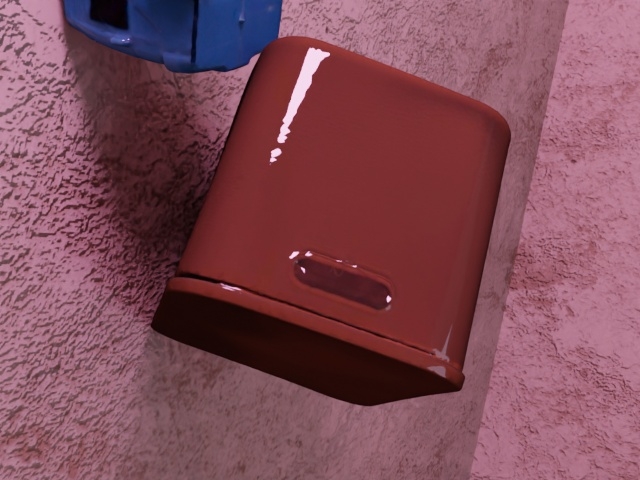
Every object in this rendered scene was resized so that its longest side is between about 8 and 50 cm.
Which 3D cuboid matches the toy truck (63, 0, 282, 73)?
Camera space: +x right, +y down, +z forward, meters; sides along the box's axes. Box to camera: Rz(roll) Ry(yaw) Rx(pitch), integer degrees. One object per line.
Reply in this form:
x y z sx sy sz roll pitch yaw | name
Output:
-0.107 -0.326 0.716 0.161 0.162 0.384 -35 132 -53 | toy truck

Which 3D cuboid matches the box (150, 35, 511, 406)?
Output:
0.000 0.000 0.864 0.339 0.240 0.229 135 -27 -72 | box
